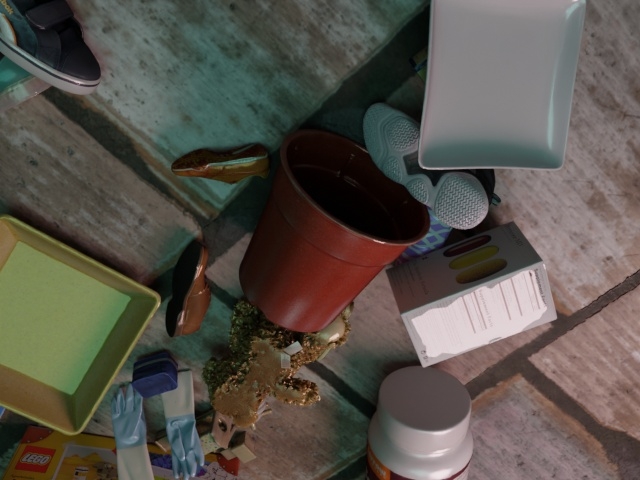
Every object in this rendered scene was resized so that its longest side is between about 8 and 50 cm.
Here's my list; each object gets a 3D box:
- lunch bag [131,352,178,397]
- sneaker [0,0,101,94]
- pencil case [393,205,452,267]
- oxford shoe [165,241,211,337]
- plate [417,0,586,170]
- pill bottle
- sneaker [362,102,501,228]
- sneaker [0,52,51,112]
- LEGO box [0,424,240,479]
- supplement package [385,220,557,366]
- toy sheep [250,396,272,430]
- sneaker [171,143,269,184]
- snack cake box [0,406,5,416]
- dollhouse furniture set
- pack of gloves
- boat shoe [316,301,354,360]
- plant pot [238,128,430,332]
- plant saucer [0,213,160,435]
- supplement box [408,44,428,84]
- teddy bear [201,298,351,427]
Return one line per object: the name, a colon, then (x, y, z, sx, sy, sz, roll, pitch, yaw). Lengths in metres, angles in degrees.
lunch bag: (-0.355, 0.286, 1.296, 0.098, 0.065, 0.067, -17, 130, 5)
sneaker: (-0.446, -0.359, 0.891, 0.321, 0.126, 0.127, 39, 115, -20)
pencil case: (0.196, 0.006, 1.125, 0.088, 0.086, 0.206, 27, 124, 17)
oxford shoe: (-0.248, 0.094, 1.197, 0.076, 0.076, 0.212, -1, 122, -35)
plate: (0.274, -0.250, 0.943, 0.277, 0.045, 0.278, -2, 105, -21)
pill bottle: (0.210, 0.484, 1.322, 0.223, 0.224, 0.392, 0, 120, 0)
sneaker: (0.195, -0.136, 1.040, 0.268, 0.153, 0.101, 47, 126, 14)
sneaker: (-0.592, -0.243, 0.973, 0.302, 0.108, 0.121, -23, 117, 3)
LEGO box: (-0.454, 0.643, 1.324, 0.499, 0.372, 0.193, 11, 119, -7)
supplement package: (0.258, 0.092, 1.056, 0.244, 0.139, 0.134, -22, 121, 6)
toy sheep: (-0.157, 0.357, 1.327, 0.091, 0.091, 0.132, -12, 101, 6)
sneaker: (-0.175, -0.124, 1.065, 0.175, 0.064, 0.067, -2, 130, 4)
snack cake box: (-0.720, 0.291, 1.283, 0.152, 0.089, 0.264, 29, 115, -17)
dollhouse furniture set: (-0.267, 0.493, 1.394, 0.181, 0.101, 0.161, -29, 116, 15)
pack of gloves: (-0.354, 0.417, 1.333, 0.194, 0.046, 0.232, -11, 79, 4)
boat shoe: (0.016, 0.179, 1.246, 0.048, 0.056, 0.153, 26, 115, -4)
plant pot: (0.000, 0.000, 1.036, 0.272, 0.272, 0.265, 24, 124, -14)
plant saucer: (-0.532, 0.160, 1.167, 0.332, 0.081, 0.333, 31, 93, -17)
supplement box: (0.203, -0.279, 0.980, 0.083, 0.056, 0.083, -35, 115, 17)
teddy bear: (-0.090, 0.219, 1.221, 0.245, 0.113, 0.338, 24, 109, -2)
